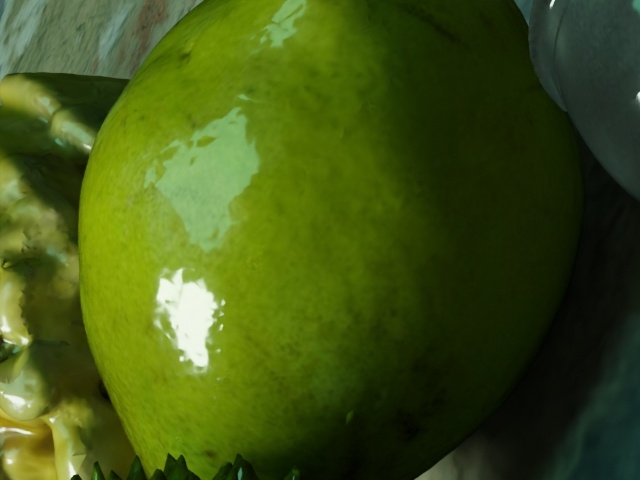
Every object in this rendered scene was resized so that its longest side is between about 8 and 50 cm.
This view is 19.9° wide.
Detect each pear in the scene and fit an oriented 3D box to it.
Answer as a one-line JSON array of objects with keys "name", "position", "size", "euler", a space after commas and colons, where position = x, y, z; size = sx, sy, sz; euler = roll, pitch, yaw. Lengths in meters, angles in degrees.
[{"name": "pear", "position": [0.000, 0.000, 0.775], "size": [0.212, 0.212, 0.269], "euler": [-133, 57, -63]}]

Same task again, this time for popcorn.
[{"name": "popcorn", "position": [-0.133, 0.054, 0.936], "size": [0.225, 0.265, 0.332], "euler": [111, 144, -47]}]

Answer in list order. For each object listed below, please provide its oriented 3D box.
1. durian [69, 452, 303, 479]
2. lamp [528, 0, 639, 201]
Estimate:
[{"name": "durian", "position": [-0.026, 0.185, 0.664], "size": [0.237, 0.176, 0.200], "euler": [36, 102, 26]}, {"name": "lamp", "position": [0.170, -0.006, 0.563], "size": [0.172, 0.147, 0.227], "euler": [-29, 47, 17]}]
